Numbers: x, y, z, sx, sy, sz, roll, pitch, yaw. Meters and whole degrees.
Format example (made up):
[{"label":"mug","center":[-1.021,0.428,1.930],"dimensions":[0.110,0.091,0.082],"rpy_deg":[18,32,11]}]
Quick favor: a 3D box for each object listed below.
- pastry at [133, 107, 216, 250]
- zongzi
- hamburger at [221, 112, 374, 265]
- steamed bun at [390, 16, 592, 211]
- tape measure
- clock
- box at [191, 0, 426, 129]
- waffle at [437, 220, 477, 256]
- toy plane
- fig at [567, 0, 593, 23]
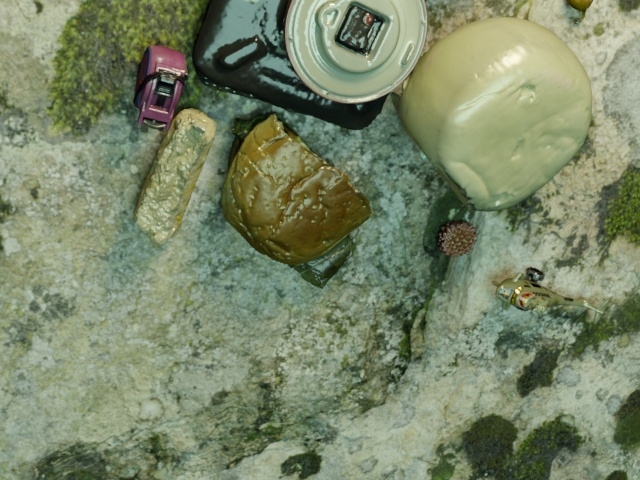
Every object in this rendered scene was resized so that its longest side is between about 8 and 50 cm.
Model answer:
[{"label":"pastry","center":[-0.251,-0.108,1.557],"dimensions":[0.089,0.121,0.258],"rpy_deg":[29,114,1]},{"label":"zongzi","center":[0.000,0.000,1.712],"dimensions":[0.130,0.062,0.154],"rpy_deg":[41,93,-16]},{"label":"hamburger","center":[-0.062,-0.076,1.610],"dimensions":[0.211,0.132,0.309],"rpy_deg":[-45,120,5]},{"label":"steamed bun","center":[0.298,-0.236,1.575],"dimensions":[0.312,0.233,0.334],"rpy_deg":[-35,138,2]},{"label":"tape measure","center":[-0.262,-0.252,1.474],"dimensions":[0.074,0.118,0.125],"rpy_deg":[12,129,-23]},{"label":"clock","center":[0.059,-0.341,1.455],"dimensions":[0.244,0.056,0.244],"rpy_deg":[-6,114,-13]},{"label":"box","center":[-0.009,-0.379,1.499],"dimensions":[0.350,0.091,0.359],"rpy_deg":[14,109,-22]},{"label":"waffle","center":[0.274,-0.003,1.799],"dimensions":[0.083,0.029,0.075],"rpy_deg":[1,115,-19]},{"label":"toy plane","center":[0.478,0.122,1.882],"dimensions":[0.286,0.108,0.092],"rpy_deg":[9,112,-33]},{"label":"fig","center":[0.471,-0.431,1.639],"dimensions":[0.050,0.050,0.083],"rpy_deg":[-22,137,-5]}]
